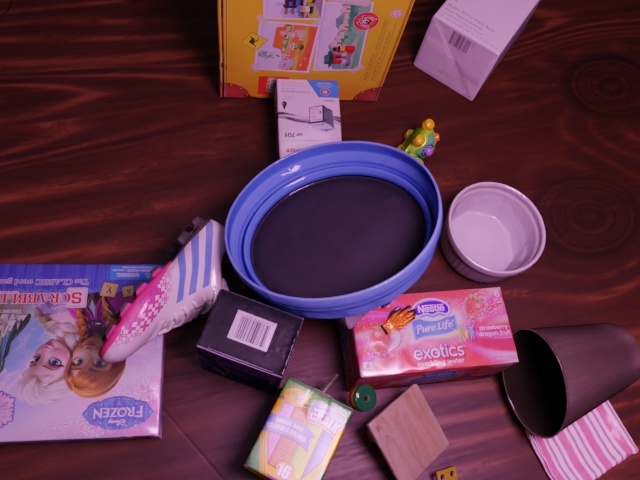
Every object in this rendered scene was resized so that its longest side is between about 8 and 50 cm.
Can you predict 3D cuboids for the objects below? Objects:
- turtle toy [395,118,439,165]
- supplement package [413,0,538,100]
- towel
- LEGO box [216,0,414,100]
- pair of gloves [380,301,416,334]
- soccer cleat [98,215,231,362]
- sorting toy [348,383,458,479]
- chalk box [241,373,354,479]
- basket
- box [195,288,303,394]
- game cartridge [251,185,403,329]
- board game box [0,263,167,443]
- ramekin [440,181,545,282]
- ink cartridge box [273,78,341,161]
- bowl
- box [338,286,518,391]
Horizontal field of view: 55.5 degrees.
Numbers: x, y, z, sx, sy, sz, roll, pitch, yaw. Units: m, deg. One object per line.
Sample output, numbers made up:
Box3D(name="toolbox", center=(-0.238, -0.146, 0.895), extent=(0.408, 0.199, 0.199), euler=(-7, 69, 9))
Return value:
Box3D(name="turtle toy", center=(0.219, -0.206, 1.361), extent=(0.066, 0.095, 0.130), euler=(38, 66, -15))
Box3D(name="supplement package", center=(0.388, -0.523, 1.466), extent=(0.177, 0.175, 0.293), euler=(34, 66, 7))
Box3D(name="towel", center=(0.509, 0.387, 1.181), extent=(0.197, 0.029, 0.144), euler=(-22, 73, -17))
Box3D(name="LEGO box", center=(-0.020, -0.502, 1.221), extent=(0.372, 0.500, 0.193), euler=(0, 68, -9))
Box3D(name="pair of gloves", center=(0.128, 0.120, 1.092), extent=(0.074, 0.010, 0.083), euler=(-27, 71, -18))
Box3D(name="soccer cleat", center=(-0.247, 0.100, 1.083), extent=(0.143, 0.116, 0.331), euler=(38, 57, -8))
Box3D(name="sorting toy", center=(0.156, 0.363, 1.112), extent=(0.132, 0.046, 0.274), euler=(-31, 93, -33))
Box3D(name="chalk box", center=(-0.032, 0.328, 1.070), extent=(0.132, 0.132, 0.213), euler=(26, 65, 3))
Box3D(name="basket", center=(0.486, 0.245, 1.158), extent=(0.227, 0.154, 0.204), euler=(-9, 94, -27))
Box3D(name="box", center=(-0.125, 0.185, 1.075), extent=(0.153, 0.207, 0.108), euler=(20, 66, 1))
Box3D(name="game cartridge", center=(0.000, 0.000, 1.171), extent=(0.230, 0.068, 0.355), euler=(-38, 50, -24))
Box3D(name="board game box", center=(-0.442, 0.199, 1.098), extent=(0.318, 0.066, 0.318), euler=(0, 68, -9))
Box3D(name="ramekin", center=(0.353, -0.008, 1.281), extent=(0.207, 0.109, 0.207), euler=(3, 67, -6))
Box3D(name="ink cartridge box", center=(-0.028, -0.248, 1.329), extent=(0.139, 0.082, 0.191), euler=(-1, 73, -9))
Box3D(name="bowl", center=(0.023, -0.027, 1.097), extent=(0.391, 0.077, 0.391), euler=(-8, 47, 8))
Box3D(name="box", center=(0.196, 0.187, 1.156), extent=(0.300, 0.142, 0.154), euler=(-3, 66, -9))
